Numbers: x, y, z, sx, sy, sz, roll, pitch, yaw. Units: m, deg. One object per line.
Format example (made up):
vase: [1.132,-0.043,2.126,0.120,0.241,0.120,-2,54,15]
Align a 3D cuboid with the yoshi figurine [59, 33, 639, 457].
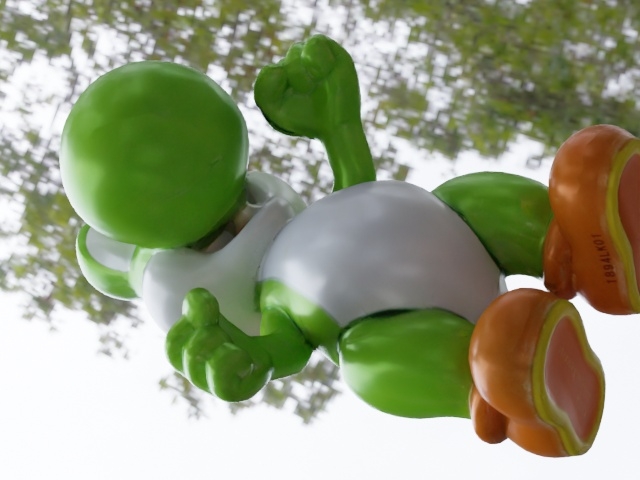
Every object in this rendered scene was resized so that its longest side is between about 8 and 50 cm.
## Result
yoshi figurine: [-0.015,-0.011,0.748,0.204,0.362,0.203,-6,-79,-53]
